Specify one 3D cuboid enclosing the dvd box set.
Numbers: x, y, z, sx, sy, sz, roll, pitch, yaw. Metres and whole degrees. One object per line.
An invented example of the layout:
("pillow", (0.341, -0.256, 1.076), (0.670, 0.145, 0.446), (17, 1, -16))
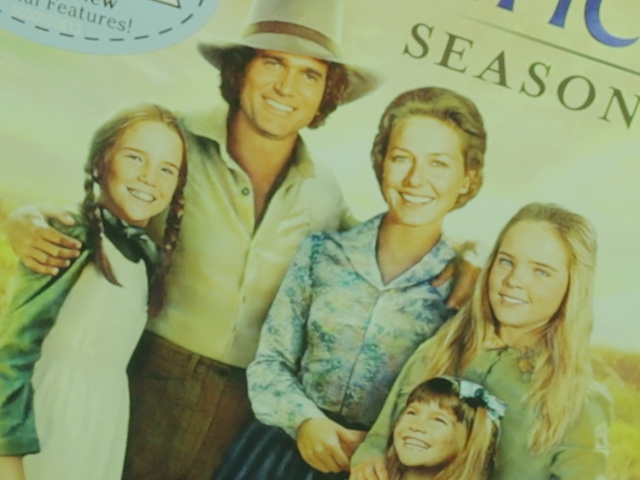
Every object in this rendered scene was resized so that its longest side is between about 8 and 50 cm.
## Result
("dvd box set", (0.000, 0.000, 0.495), (0.307, 0.062, 0.420), (19, 112, 1))
